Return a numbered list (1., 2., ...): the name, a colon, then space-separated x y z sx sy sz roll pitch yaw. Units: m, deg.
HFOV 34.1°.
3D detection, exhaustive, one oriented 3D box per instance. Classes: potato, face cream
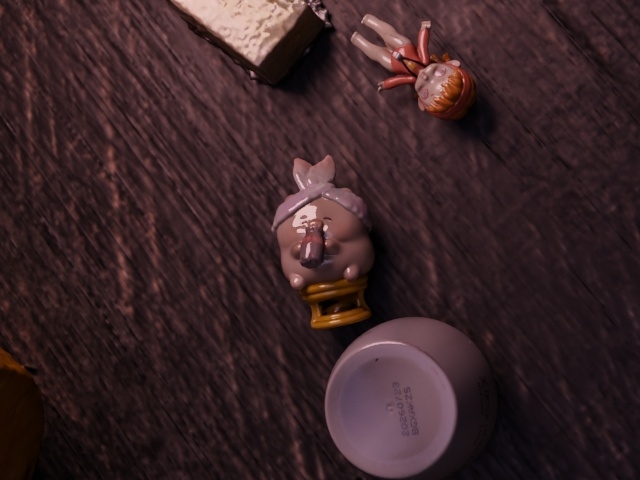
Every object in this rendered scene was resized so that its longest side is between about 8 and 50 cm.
1. potato: -0.059 -0.182 0.805 0.122 0.061 0.086 41 98 16
2. face cream: 0.062 0.112 0.725 0.117 0.104 0.117 -1 86 20

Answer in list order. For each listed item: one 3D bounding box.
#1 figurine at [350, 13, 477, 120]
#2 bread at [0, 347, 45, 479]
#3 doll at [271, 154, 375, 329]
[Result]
1. figurine: 0.069 -0.129 0.766 0.109 0.047 0.064 41 108 25
2. bread: -0.373 0.204 0.742 0.215 0.398 0.398 23 95 11
3. doll: 0.000 0.000 0.762 0.073 0.084 0.127 -12 91 17
